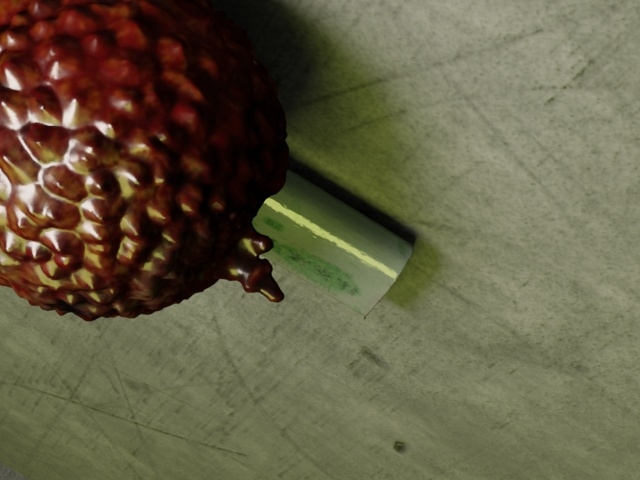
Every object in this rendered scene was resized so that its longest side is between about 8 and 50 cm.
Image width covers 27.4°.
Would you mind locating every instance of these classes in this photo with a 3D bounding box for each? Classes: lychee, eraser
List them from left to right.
[{"bbox_3d":[-0.231,-0.099,1.549,0.500,0.425,0.424,44,145,-7],"label":"lychee"},{"bbox_3d":[0.000,0.000,1.800,0.227,0.081,0.174,30,148,-3],"label":"eraser"}]
